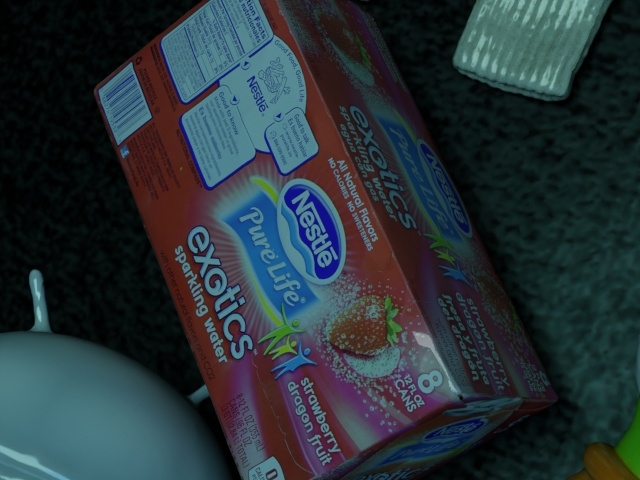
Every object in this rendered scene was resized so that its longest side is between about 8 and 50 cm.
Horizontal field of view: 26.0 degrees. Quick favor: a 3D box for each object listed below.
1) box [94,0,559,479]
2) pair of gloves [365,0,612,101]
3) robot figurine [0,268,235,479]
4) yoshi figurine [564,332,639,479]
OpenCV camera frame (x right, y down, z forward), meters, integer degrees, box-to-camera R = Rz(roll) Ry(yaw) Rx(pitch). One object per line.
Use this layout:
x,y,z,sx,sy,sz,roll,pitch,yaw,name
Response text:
0.000,0.000,0.728,0.128,0.122,0.257,-34,66,25,box
0.088,-0.210,0.799,0.240,0.042,0.204,31,90,25,pair of gloves
-0.167,0.196,0.700,0.200,0.300,0.353,-15,48,64,robot figurine
0.268,0.033,0.596,0.203,0.203,0.362,31,88,10,yoshi figurine
